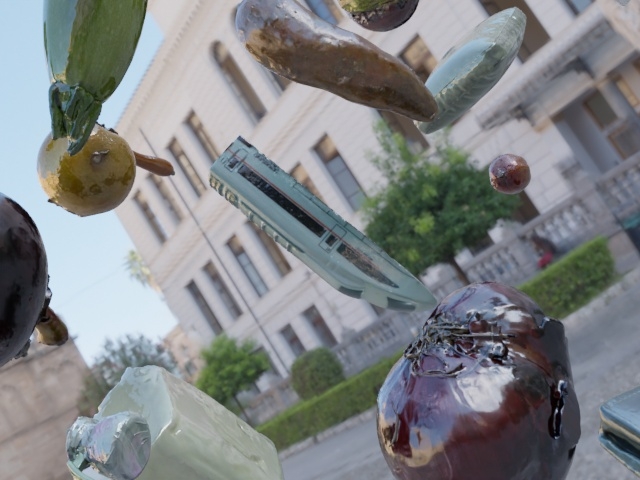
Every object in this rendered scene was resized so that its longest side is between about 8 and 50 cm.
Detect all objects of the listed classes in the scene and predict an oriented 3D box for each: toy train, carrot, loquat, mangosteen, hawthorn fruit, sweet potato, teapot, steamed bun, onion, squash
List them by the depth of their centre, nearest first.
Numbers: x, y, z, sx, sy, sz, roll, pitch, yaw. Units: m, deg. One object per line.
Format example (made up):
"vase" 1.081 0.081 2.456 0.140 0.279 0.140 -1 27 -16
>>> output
"squash" -0.190 -0.233 0.718 0.094 0.341 0.094 -2 -14 -1
"teapot" -0.201 0.195 0.776 0.064 0.064 0.083 -1 32 20
"steamed bun" -0.166 0.263 0.946 0.170 0.225 0.200 -43 17 9
"onion" 0.181 0.178 0.960 0.221 0.281 0.281 -20 3 42
"mangosteen" -0.401 0.062 0.992 0.235 0.236 0.261 -36 -42 23
"sweet potato" 0.017 -0.222 1.051 0.097 0.291 0.097 -62 -1 -1
"loquat" -0.327 -0.101 1.174 0.141 0.141 0.141 -32 -8 -5
"toy train" 0.000 0.000 1.317 0.088 0.407 0.086 -48 -10 -19
"hawthorn fruit" 0.291 -0.100 1.320 0.066 0.067 0.103 -38 -7 35
"carrot" -0.332 -0.151 1.597 0.142 0.035 0.035 22 -48 -41

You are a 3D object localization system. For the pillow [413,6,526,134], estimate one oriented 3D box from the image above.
"pillow" 0.325 -0.373 1.822 0.255 0.120 0.322 -42 7 37

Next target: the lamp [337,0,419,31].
"lamp" 0.089 -0.427 1.428 0.135 0.156 0.157 -41 -26 -28

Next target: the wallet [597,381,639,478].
"wallet" 0.569 0.255 1.165 0.360 0.252 0.083 -14 -56 -34

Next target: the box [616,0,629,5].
"box" 0.293 -0.339 0.946 0.100 0.152 0.048 21 -52 -38
